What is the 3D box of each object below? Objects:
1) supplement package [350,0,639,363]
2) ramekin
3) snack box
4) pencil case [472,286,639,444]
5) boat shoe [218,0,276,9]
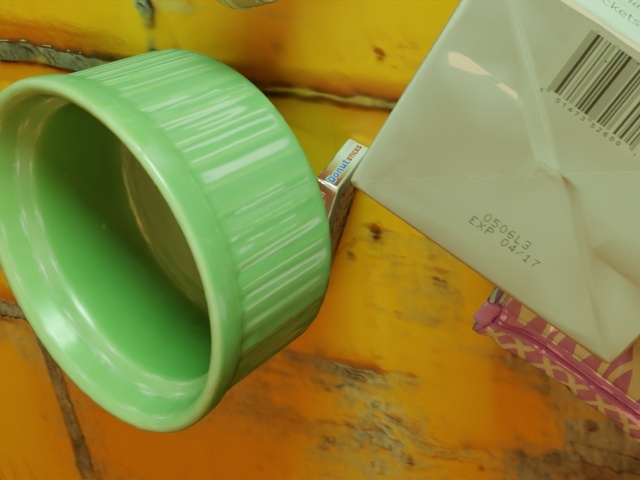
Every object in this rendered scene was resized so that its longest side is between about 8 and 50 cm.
[{"bbox_3d":[0.179,-0.113,0.721,0.177,0.293,0.175,35,136,3],"label":"supplement package"},{"bbox_3d":[-0.133,-0.010,1.049,0.303,0.148,0.303,27,131,36],"label":"ramekin"},{"bbox_3d":[0.000,0.000,1.084,0.022,0.064,0.178,28,134,11],"label":"snack box"},{"bbox_3d":[0.219,0.096,1.009,0.206,0.088,0.086,35,133,4],"label":"pencil case"},{"bbox_3d":[-0.020,-0.284,0.845,0.098,0.109,0.302,21,127,17],"label":"boat shoe"}]
